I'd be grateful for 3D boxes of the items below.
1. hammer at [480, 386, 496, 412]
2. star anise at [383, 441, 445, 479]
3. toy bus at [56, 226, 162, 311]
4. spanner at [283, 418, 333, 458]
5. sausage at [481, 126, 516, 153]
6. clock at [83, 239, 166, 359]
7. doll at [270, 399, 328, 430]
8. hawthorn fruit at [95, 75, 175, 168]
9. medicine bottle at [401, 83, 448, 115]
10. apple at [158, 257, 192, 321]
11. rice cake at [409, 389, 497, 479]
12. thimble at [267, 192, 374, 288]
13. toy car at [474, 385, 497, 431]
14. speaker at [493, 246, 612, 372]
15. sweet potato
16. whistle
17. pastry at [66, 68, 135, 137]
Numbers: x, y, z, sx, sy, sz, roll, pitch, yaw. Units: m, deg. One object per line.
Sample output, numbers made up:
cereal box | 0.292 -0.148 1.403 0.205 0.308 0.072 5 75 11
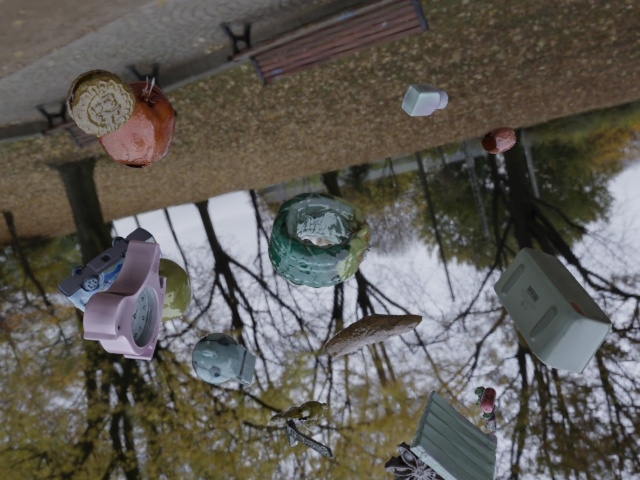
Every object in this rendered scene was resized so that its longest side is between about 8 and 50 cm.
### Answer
hammer | 0.494 0.470 1.756 0.043 0.043 0.083 -9 -153 33
star anise | 0.341 0.768 2.035 0.223 0.236 0.109 29 -162 2
toy bus | -0.676 0.100 1.937 0.109 0.136 0.330 27 -123 38
spanner | -0.044 0.596 1.768 0.026 0.093 0.325 -16 -177 -26
sausage | 0.414 -0.233 1.379 0.054 0.059 0.094 -24 -176 -10
clock | -0.468 0.136 1.475 0.080 0.290 0.275 5 164 8
doll | -0.069 0.590 1.969 0.209 0.097 0.137 3 147 -46
hawthorn fruit | -0.474 -0.322 1.554 0.211 0.211 0.299 -25 171 -39
medicine bottle | 0.289 -0.385 1.628 0.118 0.074 0.055 -11 -133 -31
apple | -0.487 0.153 1.830 0.200 0.200 0.200 -15 -169 3
rice cake | 0.298 0.450 1.300 0.037 0.198 0.189 -53 -177 42
thimble | 0.000 0.000 1.675 0.288 0.167 0.254 5 -132 -8
toy car | 0.508 0.510 1.809 0.055 0.069 0.142 -17 -139 6
speaker | 0.714 0.202 1.857 0.183 0.184 0.406 16 -153 -17
sweet potato | 0.153 0.286 1.886 0.341 0.092 0.114 -22 149 15
whistle | -0.302 0.362 1.801 0.163 0.163 0.289 -16 158 0
pastry | -0.330 -0.208 0.897 0.097 0.109 0.057 -45 -121 -4
